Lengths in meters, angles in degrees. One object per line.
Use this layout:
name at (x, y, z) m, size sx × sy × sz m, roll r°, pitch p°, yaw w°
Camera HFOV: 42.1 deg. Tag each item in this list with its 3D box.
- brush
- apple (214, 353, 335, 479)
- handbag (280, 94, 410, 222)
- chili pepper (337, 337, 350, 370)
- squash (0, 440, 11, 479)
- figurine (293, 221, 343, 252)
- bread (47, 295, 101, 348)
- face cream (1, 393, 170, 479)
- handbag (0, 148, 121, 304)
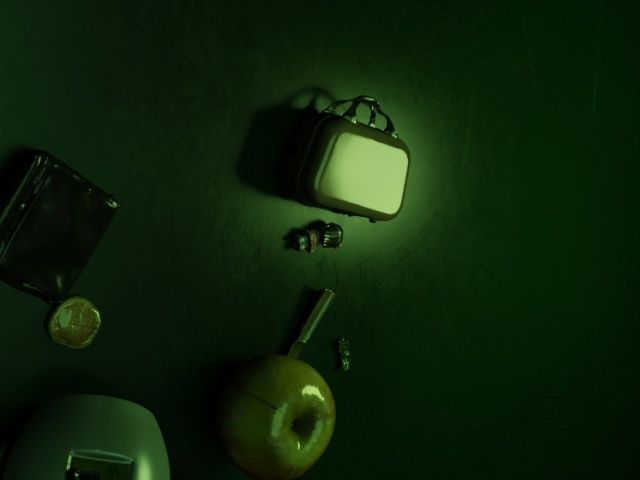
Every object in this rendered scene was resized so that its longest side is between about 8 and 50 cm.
brush at (-0.043, 0.224, 2.019) m, size 0.043 × 0.036 × 0.247 m, roll 30°, pitch 88°, yaw -34°
apple at (-0.107, 0.395, 1.879) m, size 0.286 × 0.233 × 0.285 m, roll -6°, pitch 100°, yaw -36°
handbag at (0.073, -0.197, 1.936) m, size 0.302 × 0.149 × 0.283 m, roll 13°, pitch 95°, yaw -37°
chili pepper at (0.060, 0.286, 2.119) m, size 0.030 × 0.034 × 0.091 m, roll -6°, pitch 108°, yaw -3°
squash at (-0.697, 0.429, 1.496) m, size 0.288 × 0.137 × 0.137 m, roll 9°, pitch 95°, yaw -37°
figurine at (0.000, 0.000, 1.983) m, size 0.129 × 0.054 × 0.072 m, roll -17°, pitch 115°, yaw -32°
bread at (-0.489, 0.164, 1.657) m, size 0.110 × 0.024 × 0.110 m, roll -10°, pitch 107°, yaw -37°
face cream at (-0.444, 0.487, 1.577) m, size 0.313 × 0.219 × 0.356 m, roll 15°, pitch 58°, yaw -22°
handbag at (-0.521, -0.026, 1.559) m, size 0.223 × 0.080 × 0.246 m, roll 40°, pitch 73°, yaw -44°
